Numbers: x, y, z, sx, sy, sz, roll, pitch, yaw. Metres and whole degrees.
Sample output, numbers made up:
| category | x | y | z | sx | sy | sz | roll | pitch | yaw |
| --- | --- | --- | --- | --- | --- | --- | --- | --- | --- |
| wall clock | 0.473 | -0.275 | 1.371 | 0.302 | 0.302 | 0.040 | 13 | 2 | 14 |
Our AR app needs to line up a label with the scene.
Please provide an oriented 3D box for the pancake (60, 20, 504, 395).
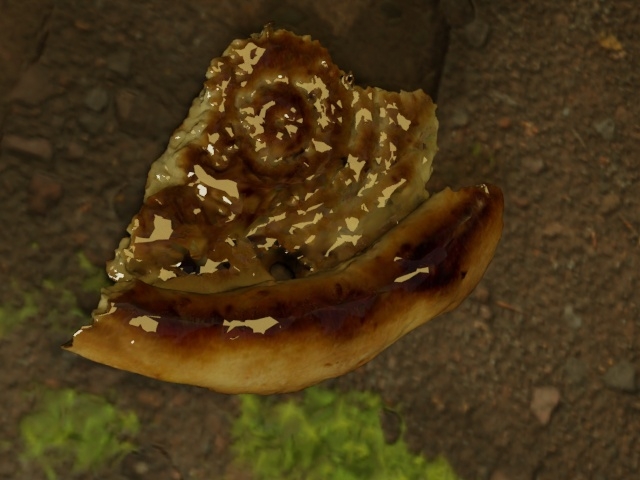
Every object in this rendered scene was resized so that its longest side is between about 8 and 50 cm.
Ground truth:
| category | x | y | z | sx | sy | sz | roll | pitch | yaw |
| --- | --- | --- | --- | --- | --- | --- | --- | --- | --- |
| pancake | 0.000 | 0.000 | 0.580 | 0.212 | 0.056 | 0.257 | 32 | 69 | -13 |
